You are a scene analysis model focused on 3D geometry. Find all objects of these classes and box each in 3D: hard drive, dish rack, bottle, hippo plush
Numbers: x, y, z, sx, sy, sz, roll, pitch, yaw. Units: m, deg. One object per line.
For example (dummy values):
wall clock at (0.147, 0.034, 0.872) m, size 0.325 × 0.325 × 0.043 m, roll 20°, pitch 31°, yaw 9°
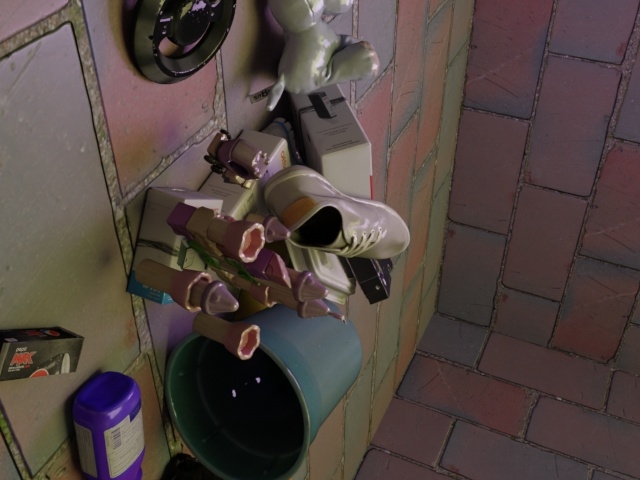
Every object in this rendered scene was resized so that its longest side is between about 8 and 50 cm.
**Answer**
hard drive at (0.087, -0.032, 1.919) m, size 0.237 × 0.064 × 0.339 m, roll -72°, pitch 138°, yaw -68°
dish rack at (0.000, 0.000, 1.828) m, size 0.333 × 0.072 × 0.286 m, roll 31°, pitch 39°, yaw -67°
bottle at (-0.365, 0.368, 1.325) m, size 0.118 × 0.092 × 0.283 m, roll -48°, pitch 148°, yaw -51°
hippo plush at (-0.035, -0.431, 1.526) m, size 0.294 × 0.234 × 0.237 m, roll -20°, pitch 114°, yaw -16°

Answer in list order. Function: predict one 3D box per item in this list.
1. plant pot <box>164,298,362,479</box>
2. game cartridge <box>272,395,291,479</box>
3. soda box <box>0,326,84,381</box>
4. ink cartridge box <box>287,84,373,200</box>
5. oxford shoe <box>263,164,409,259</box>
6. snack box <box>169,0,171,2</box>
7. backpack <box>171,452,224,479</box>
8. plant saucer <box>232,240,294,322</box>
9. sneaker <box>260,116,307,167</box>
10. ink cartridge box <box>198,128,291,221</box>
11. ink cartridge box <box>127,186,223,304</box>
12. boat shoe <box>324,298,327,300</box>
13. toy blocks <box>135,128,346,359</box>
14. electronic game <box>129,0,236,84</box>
plant pot at (-0.091, 0.283, 1.598) m, size 0.334 × 0.341 × 0.341 m, roll -30°, pitch 133°, yaw -56°
game cartridge at (-0.128, 0.467, 1.868) m, size 0.324 × 0.052 × 0.285 m, roll 86°, pitch -15°, yaw -45°
soda box at (-0.415, 0.161, 1.080) m, size 0.169 × 0.053 × 0.060 m, roll 14°, pitch 92°, yaw -70°
ink cartridge box at (0.020, -0.215, 1.682) m, size 0.197 × 0.114 × 0.273 m, roll 83°, pitch -11°, yaw -48°
oxford shoe at (0.051, -0.021, 1.595) m, size 0.169 × 0.130 × 0.449 m, roll -39°, pitch 145°, yaw 20°
snack box at (-0.234, -0.413, 1.169) m, size 0.064 × 0.022 × 0.178 m, roll -70°, pitch 161°, yaw -5°
backpack at (-0.272, 0.639, 1.598) m, size 0.263 × 0.276 × 0.213 m, roll -34°, pitch 150°, yaw -57°
plant saucer at (-0.087, 0.098, 1.907) m, size 0.333 × 0.080 × 0.333 m, roll 14°, pitch 91°, yaw -71°
sneaker at (-0.085, -0.169, 1.667) m, size 0.083 × 0.071 × 0.191 m, roll -36°, pitch 109°, yaw -39°
ink cartridge box at (-0.154, -0.084, 1.539) m, size 0.172 × 0.100 × 0.237 m, roll 82°, pitch 31°, yaw -50°
ink cartridge box at (-0.259, 0.007, 1.351) m, size 0.139 × 0.082 × 0.191 m, roll -8°, pitch 114°, yaw -68°
boat shoe at (0.006, 0.116, 2.109) m, size 0.123 × 0.123 × 0.342 m, roll 33°, pitch 75°, yaw -70°
toy blocks at (-0.095, 0.032, 1.287) m, size 0.309 × 0.260 × 0.289 m, roll -63°, pitch 152°, yaw -19°
electronic game at (-0.212, -0.353, 1.190) m, size 0.229 × 0.048 × 0.229 m, roll -47°, pitch 158°, yaw -25°
